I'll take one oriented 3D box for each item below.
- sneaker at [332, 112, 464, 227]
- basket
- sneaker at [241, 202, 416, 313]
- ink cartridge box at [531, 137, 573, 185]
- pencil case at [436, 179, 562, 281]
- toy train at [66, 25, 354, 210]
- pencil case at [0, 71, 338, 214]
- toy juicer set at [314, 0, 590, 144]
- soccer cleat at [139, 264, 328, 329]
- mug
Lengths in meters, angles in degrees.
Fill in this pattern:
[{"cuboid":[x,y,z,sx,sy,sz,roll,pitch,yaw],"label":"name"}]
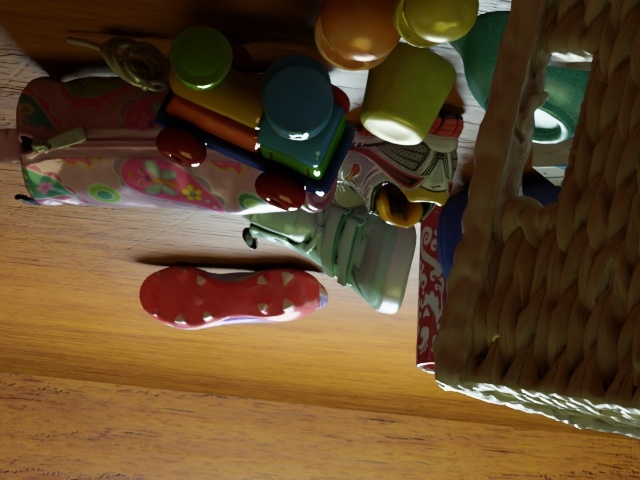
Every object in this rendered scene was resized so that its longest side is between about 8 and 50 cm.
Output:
[{"cuboid":[0.054,-0.056,1.790,0.088,0.093,0.225,8,169,-18],"label":"sneaker"},{"cuboid":[0.295,-0.022,1.180,0.331,0.328,0.266,16,176,-37],"label":"basket"},{"cuboid":[0.000,0.000,1.925,0.151,0.094,0.256,12,-169,-16],"label":"sneaker"},{"cuboid":[0.229,-0.069,1.800,0.048,0.028,0.083,0,167,26],"label":"ink cartridge box"},{"cuboid":[0.255,0.005,1.889,0.306,0.133,0.119,-4,168,42],"label":"pencil case"},{"cuboid":[-0.096,-0.124,1.521,0.248,0.105,0.143,24,167,6],"label":"toy train"},{"cuboid":[-0.126,-0.083,1.682,0.284,0.124,0.124,3,168,18],"label":"pencil case"},{"cuboid":[0.149,-0.139,1.409,0.329,0.089,0.209,8,158,31],"label":"toy juicer set"},{"cuboid":[-0.111,0.073,2.502,0.248,0.083,0.095,-4,169,27],"label":"soccer cleat"},{"cuboid":[0.168,0.053,2.057,0.150,0.169,0.113,1,166,24],"label":"mug"}]
